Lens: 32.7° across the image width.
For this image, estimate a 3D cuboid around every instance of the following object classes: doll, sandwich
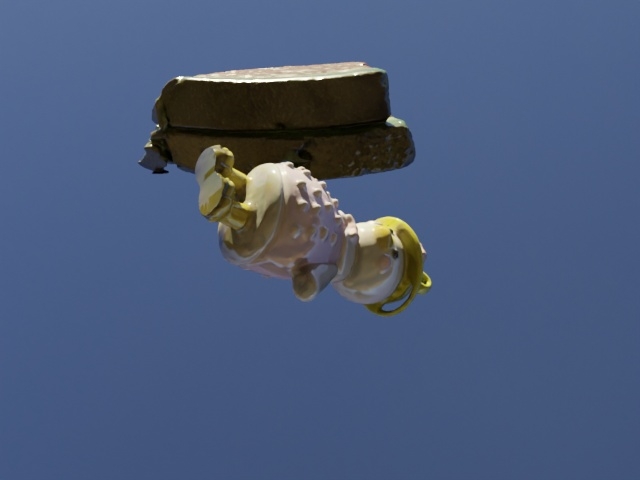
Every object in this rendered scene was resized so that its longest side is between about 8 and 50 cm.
[{"bbox_3d":[0.000,0.000,0.785,0.081,0.207,0.129,-47,-145,30],"label":"doll"},{"bbox_3d":[-0.030,-0.138,1.178,0.292,0.212,0.109,8,-65,29],"label":"sandwich"}]
